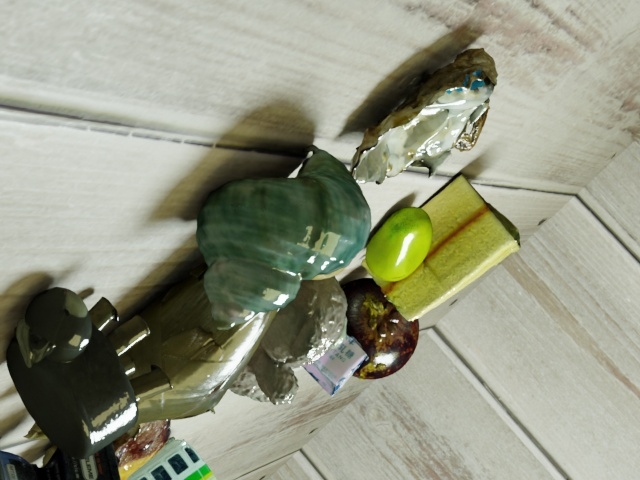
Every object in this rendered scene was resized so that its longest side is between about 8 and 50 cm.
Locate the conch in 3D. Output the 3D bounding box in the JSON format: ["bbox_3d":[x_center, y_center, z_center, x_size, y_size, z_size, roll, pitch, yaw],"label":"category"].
[{"bbox_3d":[-0.049,-0.013,1.533,0.220,0.195,0.277,-10,-133,57],"label":"conch"}]

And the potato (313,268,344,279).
[{"bbox_3d":[0.000,0.000,1.814,0.080,0.107,0.170,-30,171,34],"label":"potato"}]

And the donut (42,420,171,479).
[{"bbox_3d":[-0.296,0.275,1.876,0.151,0.112,0.295,-29,164,-49],"label":"donut"}]

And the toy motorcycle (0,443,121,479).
[{"bbox_3d":[-0.407,0.401,1.779,0.213,0.125,0.358,2,140,-28],"label":"toy motorcycle"}]

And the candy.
[{"bbox_3d":[-0.002,0.188,2.315,0.092,0.160,0.073,-42,172,-26],"label":"candy"}]

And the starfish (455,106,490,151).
[{"bbox_3d":[0.235,-0.165,2.083,0.133,0.041,0.130,-37,168,-16],"label":"starfish"}]

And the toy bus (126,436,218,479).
[{"bbox_3d":[-0.325,0.494,2.390,0.276,0.164,0.134,-31,178,-34],"label":"toy bus"}]

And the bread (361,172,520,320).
[{"bbox_3d":[0.225,0.020,2.414,0.264,0.167,0.163,-38,168,4],"label":"bread"}]

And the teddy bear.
[{"bbox_3d":[-0.059,0.129,1.931,0.151,0.236,0.267,25,138,-32],"label":"teddy bear"}]

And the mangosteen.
[{"bbox_3d":[0.087,0.173,2.464,0.192,0.192,0.217,-36,174,-21],"label":"mangosteen"}]

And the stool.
[{"bbox_3d":[-0.254,0.140,1.436,0.139,0.153,0.228,-34,165,-29],"label":"stool"}]

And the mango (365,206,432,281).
[{"bbox_3d":[0.145,0.006,2.275,0.117,0.089,0.163,-12,150,-40],"label":"mango"}]

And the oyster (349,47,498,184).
[{"bbox_3d":[0.132,-0.159,1.722,0.214,0.083,0.223,-51,158,27],"label":"oyster"}]

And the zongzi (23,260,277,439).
[{"bbox_3d":[-0.202,0.135,1.629,0.300,0.145,0.274,-13,146,-51],"label":"zongzi"}]
